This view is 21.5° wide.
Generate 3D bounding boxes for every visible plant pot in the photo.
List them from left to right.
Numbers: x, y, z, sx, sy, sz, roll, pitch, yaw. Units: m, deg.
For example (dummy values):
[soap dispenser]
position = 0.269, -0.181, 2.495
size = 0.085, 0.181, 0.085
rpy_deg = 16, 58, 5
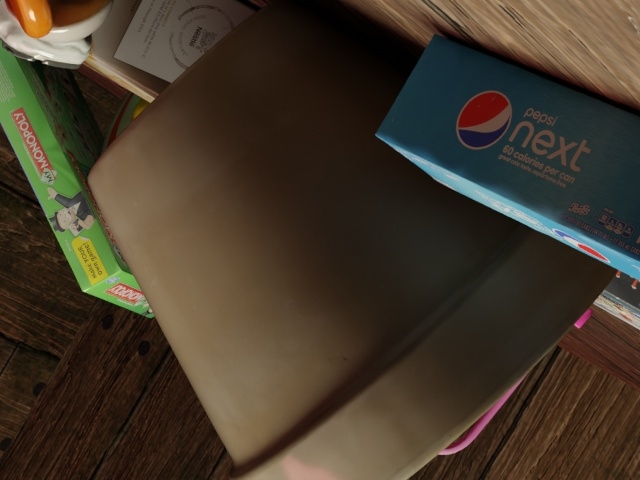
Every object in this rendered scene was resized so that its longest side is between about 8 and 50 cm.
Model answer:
[plant pot]
position = 0.000, 0.000, 1.153
size = 0.280, 0.323, 0.323
rpy_deg = 47, 178, -2

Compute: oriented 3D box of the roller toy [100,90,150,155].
[roller toy]
position = -0.117, -0.096, 1.628
size = 0.146, 0.209, 0.191
rpy_deg = 31, 168, -29

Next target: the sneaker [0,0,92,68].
[sneaker]
position = -0.238, -0.246, 1.271
size = 0.271, 0.108, 0.100
rpy_deg = 47, -156, 26

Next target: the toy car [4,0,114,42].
[toy car]
position = -0.228, -0.194, 1.100
size = 0.182, 0.136, 0.159
rpy_deg = 30, 153, 24

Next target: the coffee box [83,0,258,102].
[coffee box]
position = -0.119, -0.159, 1.363
size = 0.246, 0.098, 0.141
rpy_deg = 31, 178, 18

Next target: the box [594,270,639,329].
[box]
position = 0.290, 0.057, 1.396
size = 0.233, 0.044, 0.159
rpy_deg = 30, 178, 20

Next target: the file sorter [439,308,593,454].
[file sorter]
position = 0.057, 0.030, 1.460
size = 0.202, 0.182, 0.291
rpy_deg = 39, -178, -20

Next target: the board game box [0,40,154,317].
[board game box]
position = -0.250, -0.081, 1.682
size = 0.317, 0.046, 0.213
rpy_deg = 62, -173, 14

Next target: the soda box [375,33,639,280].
[soda box]
position = 0.133, -0.041, 0.918
size = 0.210, 0.071, 0.067
rpy_deg = 29, 178, 42
